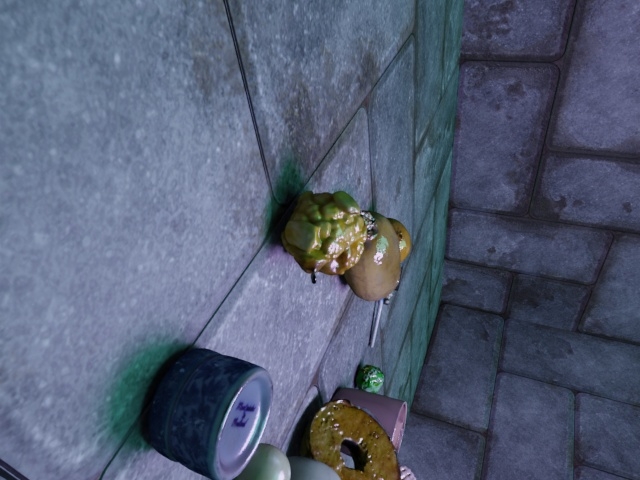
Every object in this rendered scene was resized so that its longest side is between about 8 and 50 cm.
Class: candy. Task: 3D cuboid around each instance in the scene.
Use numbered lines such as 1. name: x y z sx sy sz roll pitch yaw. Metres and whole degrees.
1. candy: 0.161 0.551 1.610 0.097 0.097 0.324 -57 157 -45

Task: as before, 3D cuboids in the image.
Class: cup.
1. cup: 0.139 0.538 1.354 0.253 0.200 0.192 23 78 -67

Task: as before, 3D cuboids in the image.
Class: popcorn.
1. popcorn: 0.005 -0.018 0.851 0.194 0.140 0.163 1 108 -58

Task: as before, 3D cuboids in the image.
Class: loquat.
1. loquat: 0.195 0.006 1.331 0.141 0.141 0.141 11 90 -69

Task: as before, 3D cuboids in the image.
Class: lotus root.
1. lotus root: 0.125 0.031 1.142 0.343 0.151 0.169 73 33 -55

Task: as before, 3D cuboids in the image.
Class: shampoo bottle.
1. shampoo bottle: 0.262 0.134 1.670 0.063 0.057 0.208 50 54 -64

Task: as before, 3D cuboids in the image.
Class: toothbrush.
1. toothbrush: 0.205 0.193 1.599 0.040 0.040 0.386 -15 117 -67

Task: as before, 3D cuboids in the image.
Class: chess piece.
1. chess piece: -0.129 0.461 0.753 0.251 0.144 0.144 -65 155 -48

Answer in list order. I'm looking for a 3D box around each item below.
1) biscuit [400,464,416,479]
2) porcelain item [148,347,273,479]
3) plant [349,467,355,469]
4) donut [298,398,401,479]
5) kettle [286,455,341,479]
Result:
1. biscuit: 0.067 0.712 1.145 0.426 0.078 0.144 -13 132 -34
2. porcelain item: -0.143 0.223 0.604 0.147 0.114 0.147 13 90 -68
3. plant: 0.086 0.783 1.432 0.203 0.131 0.142 87 24 -54
4. donut: 0.061 0.533 1.126 0.107 0.272 0.272 -48 180 36
5. kettle: -0.070 0.580 0.861 0.240 0.165 0.255 -43 -167 25
